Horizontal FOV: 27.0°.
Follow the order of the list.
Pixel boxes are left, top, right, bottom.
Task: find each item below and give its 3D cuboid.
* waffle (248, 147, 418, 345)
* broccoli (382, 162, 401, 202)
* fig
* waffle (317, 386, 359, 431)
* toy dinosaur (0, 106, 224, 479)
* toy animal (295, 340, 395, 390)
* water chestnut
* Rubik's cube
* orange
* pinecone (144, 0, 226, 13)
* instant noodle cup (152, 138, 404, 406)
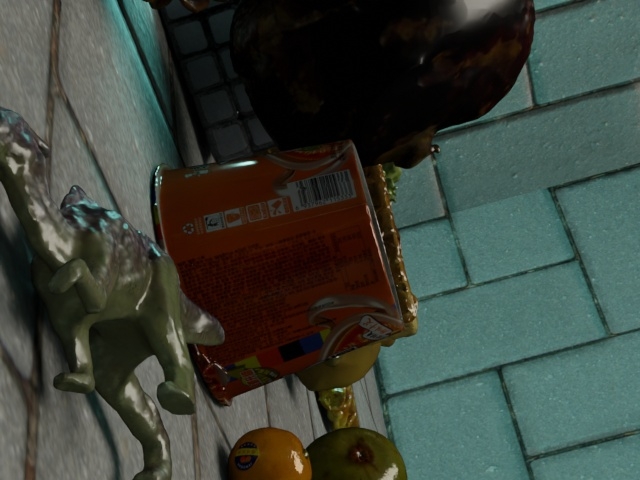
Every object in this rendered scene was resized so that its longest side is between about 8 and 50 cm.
[{"bbox_3d":[0.000,-0.001,1.723,0.091,0.213,0.308,58,18,-65],"label":"waffle"},{"bbox_3d":[0.025,-0.196,2.007,0.281,0.293,0.348,48,56,-37],"label":"broccoli"},{"bbox_3d":[0.031,0.315,1.659,0.142,0.148,0.186,62,-39,20],"label":"fig"},{"bbox_3d":[0.013,0.204,2.222,0.249,0.056,0.253,65,12,-66],"label":"waffle"},{"bbox_3d":[-0.127,0.034,0.815,0.294,0.077,0.162,68,7,-52],"label":"toy dinosaur"},{"bbox_3d":[0.016,0.125,1.919,0.281,0.195,0.169,-101,-145,-86],"label":"toy animal"},{"bbox_3d":[0.050,-0.257,1.434,0.347,0.335,0.335,58,0,14],"label":"water chestnut"},{"bbox_3d":[-0.056,-0.253,1.695,0.237,0.238,0.237,-91,164,-75],"label":"Rubik's cube"},{"bbox_3d":[-0.047,0.213,1.232,0.083,0.083,0.083,-15,90,-86],"label":"orange"},{"bbox_3d":[-0.096,-0.342,1.260,0.246,0.292,0.246,7,81,-55],"label":"pinecone"},{"bbox_3d":[-0.035,0.020,1.299,0.250,0.192,0.250,-16,90,-85],"label":"instant noodle cup"}]
